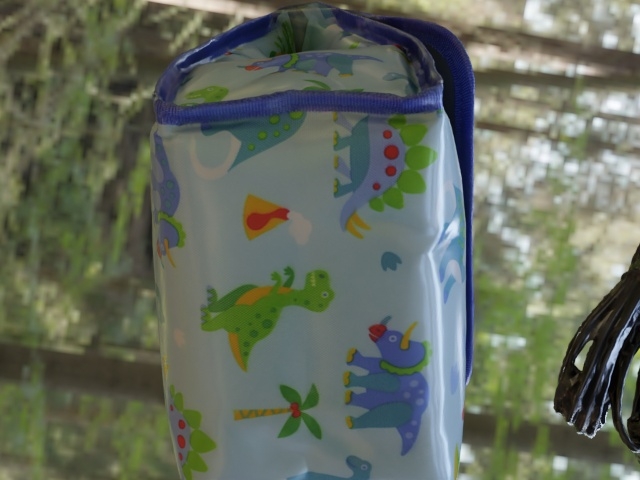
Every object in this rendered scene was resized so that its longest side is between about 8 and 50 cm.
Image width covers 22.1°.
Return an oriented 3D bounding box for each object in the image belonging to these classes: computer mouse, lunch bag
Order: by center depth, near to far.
[{"bbox_3d":[0.000,0.000,0.504,0.151,0.096,0.129,-97,-175,-74],"label":"lunch bag"},{"bbox_3d":[0.233,0.092,0.924,0.188,0.272,0.072,-52,-151,-18],"label":"computer mouse"}]
